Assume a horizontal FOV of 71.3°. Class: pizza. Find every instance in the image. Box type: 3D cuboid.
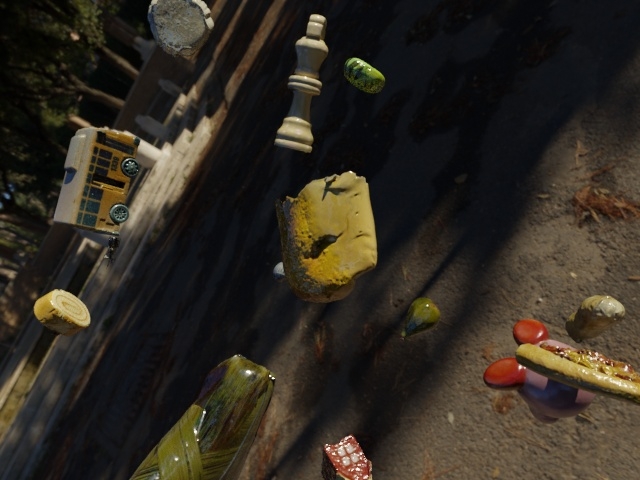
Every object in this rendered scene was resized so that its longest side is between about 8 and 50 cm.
[{"bbox_3d":[0.614,0.291,1.009,0.290,0.229,0.081,11,87,47],"label":"pizza"}]

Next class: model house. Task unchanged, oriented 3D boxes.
[{"bbox_3d":[0.121,0.964,1.804,0.254,0.160,0.195,-132,40,-56],"label":"model house"}]

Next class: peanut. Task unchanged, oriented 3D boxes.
[{"bbox_3d":[0.701,0.201,1.144,0.214,0.100,0.099,83,-167,-53],"label":"peanut"}]

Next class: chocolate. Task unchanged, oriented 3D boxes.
[{"bbox_3d":[-0.113,0.098,1.734,0.167,0.072,0.072,-35,24,-9],"label":"chocolate"}]

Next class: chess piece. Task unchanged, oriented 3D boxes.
[{"bbox_3d":[-0.049,-0.471,1.347,0.117,0.117,0.396,-147,66,-64],"label":"chess piece"}]

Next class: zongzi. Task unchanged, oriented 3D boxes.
[{"bbox_3d":[-0.226,0.349,0.787,0.139,0.300,0.285,23,89,30],"label":"zongzi"}]

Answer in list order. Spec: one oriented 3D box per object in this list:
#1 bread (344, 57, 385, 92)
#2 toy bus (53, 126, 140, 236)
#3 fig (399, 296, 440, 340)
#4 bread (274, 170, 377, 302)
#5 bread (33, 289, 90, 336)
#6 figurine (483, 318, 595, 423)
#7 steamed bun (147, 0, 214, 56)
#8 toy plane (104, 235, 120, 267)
[{"bbox_3d":[0.135,-0.514,1.405,0.071,0.139,0.130,-55,22,13],"label":"bread"},{"bbox_3d":[-0.390,-0.106,0.778,0.091,0.103,0.181,6,82,41],"label":"toy bus"},{"bbox_3d":[0.389,0.315,1.725,0.133,0.127,0.184,-132,60,-68],"label":"fig"},{"bbox_3d":[0.000,0.000,1.417,0.361,0.251,0.393,-18,73,63],"label":"bread"},{"bbox_3d":[-0.713,0.199,1.229,0.073,0.149,0.122,-33,46,-1],"label":"bread"},{"bbox_3d":[0.677,0.397,1.313,0.270,0.261,0.211,-45,-2,-21],"label":"figurine"},{"bbox_3d":[-0.404,-0.624,1.282,0.182,0.183,0.106,-59,23,4],"label":"steamed bun"},{"bbox_3d":[-0.607,0.028,1.295,0.049,0.031,0.120,-98,30,-50],"label":"toy plane"}]
